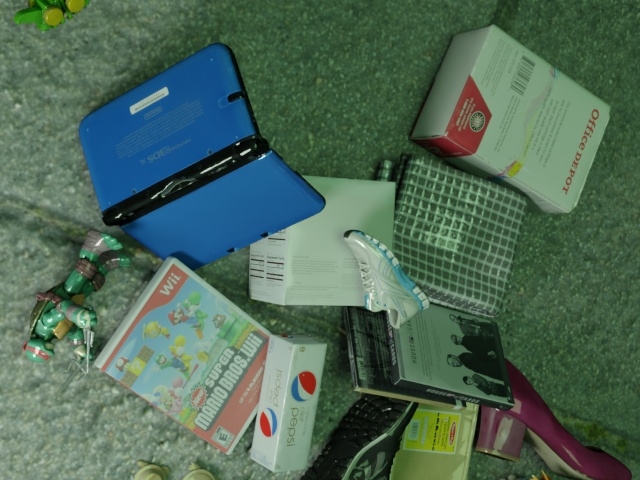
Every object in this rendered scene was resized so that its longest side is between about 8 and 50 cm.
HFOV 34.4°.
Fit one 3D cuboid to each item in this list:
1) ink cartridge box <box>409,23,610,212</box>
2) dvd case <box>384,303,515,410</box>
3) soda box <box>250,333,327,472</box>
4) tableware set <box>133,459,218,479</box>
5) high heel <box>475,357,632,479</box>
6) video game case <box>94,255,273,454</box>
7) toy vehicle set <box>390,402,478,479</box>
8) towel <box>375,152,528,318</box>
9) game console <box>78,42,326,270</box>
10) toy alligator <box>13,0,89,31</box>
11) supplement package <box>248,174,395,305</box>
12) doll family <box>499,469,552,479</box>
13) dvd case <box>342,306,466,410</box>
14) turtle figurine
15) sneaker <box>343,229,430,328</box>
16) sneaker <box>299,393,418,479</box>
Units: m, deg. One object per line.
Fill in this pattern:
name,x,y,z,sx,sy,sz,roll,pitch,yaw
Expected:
ink cartridge box,0.344,-0.210,1.857,0.306,0.131,0.226,29,78,-26
dvd case,0.224,0.195,1.809,0.238,0.029,0.179,16,47,-24
soda box,-0.052,0.263,1.688,0.074,0.069,0.216,4,99,-39
tableware set,-0.244,0.431,1.648,0.141,0.020,0.169,20,82,-28
high heel,0.459,0.349,1.946,0.377,0.127,0.181,21,76,-30
video game case,-0.192,0.186,1.640,0.285,0.025,0.204,41,74,-30
toy vehicle set,0.200,0.341,1.858,0.166,0.035,0.267,12,87,-27
towel,0.218,-0.007,1.807,0.283,0.121,0.235,18,83,-26
game console,-0.179,-0.115,1.548,0.173,0.293,0.250,4,65,-62
toy alligator,-0.370,-0.360,1.539,0.189,0.056,0.051,-38,150,-22
supplement package,0.000,0.000,1.680,0.194,0.149,0.203,3,91,-28
doll family,0.350,0.490,1.868,0.263,0.163,0.118,-19,100,-25
dvd case,0.145,0.203,1.782,0.221,0.018,0.164,14,48,-25
turtle figurine,-0.361,0.107,1.510,0.118,0.175,0.234,27,71,-7
sneaker,0.090,0.065,1.609,0.083,0.071,0.191,-46,112,-13
sneaker,0.079,0.378,1.778,0.283,0.107,0.124,-48,124,-12
